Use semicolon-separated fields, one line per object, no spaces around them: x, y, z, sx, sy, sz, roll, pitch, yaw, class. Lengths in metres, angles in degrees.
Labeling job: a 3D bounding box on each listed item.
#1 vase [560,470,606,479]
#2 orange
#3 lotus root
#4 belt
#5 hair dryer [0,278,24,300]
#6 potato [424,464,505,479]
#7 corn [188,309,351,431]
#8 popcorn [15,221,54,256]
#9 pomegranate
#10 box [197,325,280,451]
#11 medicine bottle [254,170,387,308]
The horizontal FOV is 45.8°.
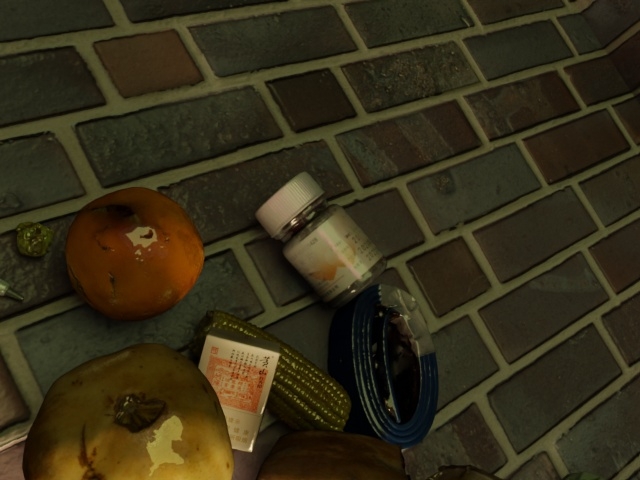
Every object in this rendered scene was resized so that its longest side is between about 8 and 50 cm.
0.689;0.647;1.726;0.360;0.165;0.165;26;56;-22;vase
-0.338;0.024;1.367;0.246;0.246;0.246;13;61;-25;orange
-0.004;0.480;1.359;0.250;0.316;0.316;17;58;-1;lotus root
0.134;0.270;1.601;0.213;0.117;0.346;7;64;-25;belt
-0.597;0.047;1.340;0.183;0.044;0.154;23;58;-25;hair dryer
0.270;0.635;1.311;0.319;0.442;0.385;-38;101;-24;potato
-0.094;0.258;1.469;0.345;0.131;0.131;36;54;-10;corn
-0.528;-0.006;1.391;0.083;0.068;0.059;62;6;37;popcorn
-0.294;0.336;1.206;0.333;0.332;0.332;13;61;-25;pomegranate
-0.162;0.270;1.377;0.141;0.058;0.201;16;99;-4;box
0.000;0.000;1.626;0.273;0.165;0.165;48;53;-1;medicine bottle
